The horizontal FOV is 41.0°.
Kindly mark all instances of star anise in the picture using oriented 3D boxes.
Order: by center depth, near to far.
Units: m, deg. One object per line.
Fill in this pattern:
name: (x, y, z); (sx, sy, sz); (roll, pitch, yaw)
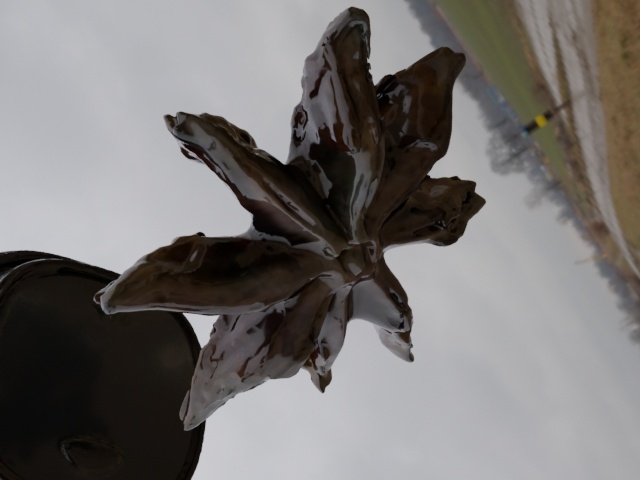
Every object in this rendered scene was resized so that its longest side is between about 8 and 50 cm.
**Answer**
star anise: (0.000, 0.001, 0.523); (0.088, 0.288, 0.288); (35, 175, 47)

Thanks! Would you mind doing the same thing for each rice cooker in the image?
rice cooker: (-0.243, 0.151, 0.749); (0.267, 0.224, 0.267); (23, -128, -33)
